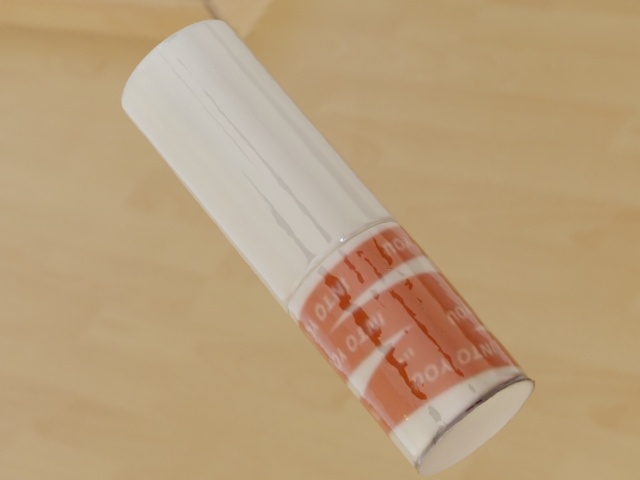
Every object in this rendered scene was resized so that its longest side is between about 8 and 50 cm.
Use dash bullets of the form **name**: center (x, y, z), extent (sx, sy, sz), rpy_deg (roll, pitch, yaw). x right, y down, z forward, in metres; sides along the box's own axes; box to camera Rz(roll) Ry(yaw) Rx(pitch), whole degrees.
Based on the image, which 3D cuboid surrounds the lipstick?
- **lipstick**: center (0.000, 0.000, 0.511), extent (0.038, 0.038, 0.130), rpy_deg (-39, 70, -2)
